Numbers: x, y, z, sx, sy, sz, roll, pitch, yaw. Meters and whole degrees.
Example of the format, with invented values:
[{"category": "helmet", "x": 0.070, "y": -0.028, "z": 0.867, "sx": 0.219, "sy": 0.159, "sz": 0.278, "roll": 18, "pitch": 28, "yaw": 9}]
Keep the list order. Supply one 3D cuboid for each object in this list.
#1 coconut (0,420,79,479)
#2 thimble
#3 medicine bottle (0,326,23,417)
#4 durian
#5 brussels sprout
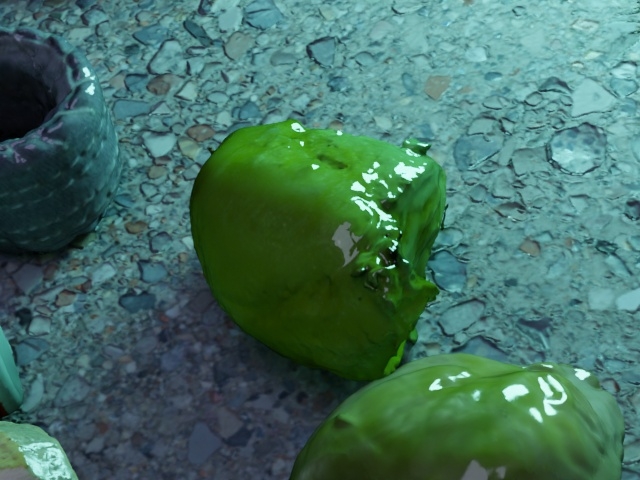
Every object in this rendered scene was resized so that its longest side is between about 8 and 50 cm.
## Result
[{"category": "coconut", "x": -0.314, "y": 0.281, "z": 1.515, "sx": 0.244, "sy": 0.239, "sz": 0.239, "roll": -27, "pitch": 53, "yaw": -15}, {"category": "thimble", "x": -0.333, "y": -0.103, "z": 1.856, "sx": 0.236, "sy": 0.172, "sz": 0.205, "roll": 8, "pitch": 51, "yaw": 13}, {"category": "medicine bottle", "x": -0.416, "y": 0.139, "z": 1.699, "sx": 0.225, "sy": 0.139, "sz": 0.139, "roll": -20, "pitch": 52, "yaw": -6}, {"category": "durian", "x": 0.000, "y": 0.000, "z": 1.712, "sx": 0.339, "sy": 0.204, "sz": 0.256, "roll": 15, "pitch": 42, "yaw": 31}, {"category": "brussels sprout", "x": 0.127, "y": 0.230, "z": 1.483, "sx": 0.316, "sy": 0.243, "sz": 0.274, "roll": -17, "pitch": 27, "yaw": -9}]
